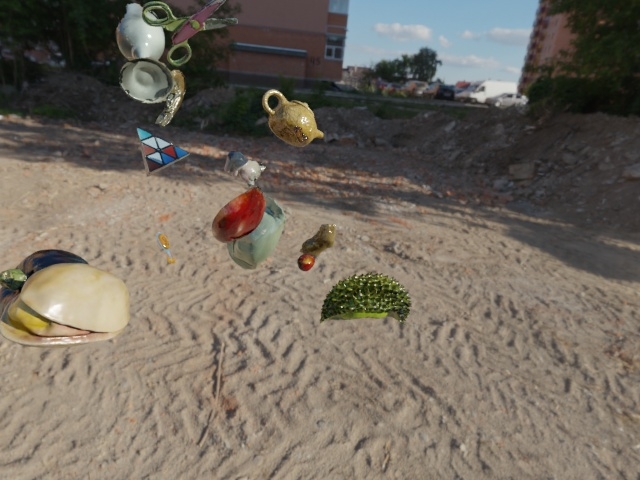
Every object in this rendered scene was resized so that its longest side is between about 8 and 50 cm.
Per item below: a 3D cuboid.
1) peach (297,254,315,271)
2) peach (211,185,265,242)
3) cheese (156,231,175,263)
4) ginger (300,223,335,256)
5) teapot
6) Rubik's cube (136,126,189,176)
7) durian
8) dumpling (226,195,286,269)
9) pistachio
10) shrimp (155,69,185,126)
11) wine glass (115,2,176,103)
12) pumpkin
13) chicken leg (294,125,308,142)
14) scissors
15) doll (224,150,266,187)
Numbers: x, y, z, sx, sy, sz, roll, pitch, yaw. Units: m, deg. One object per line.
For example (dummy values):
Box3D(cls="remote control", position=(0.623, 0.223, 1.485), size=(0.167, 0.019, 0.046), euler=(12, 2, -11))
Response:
Box3D(cls="peach", position=(-0.057, 0.094, 1.788), size=(0.050, 0.077, 0.083), euler=(-20, -5, 41))
Box3D(cls="peach", position=(-0.274, -0.074, 1.449), size=(0.189, 0.279, 0.068), euler=(-6, 54, -43))
Box3D(cls="cheese", position=(-0.491, 0.023, 1.293), size=(0.017, 0.111, 0.047), euler=(-26, -4, 17))
Box3D(cls="ginger", position=(-0.001, -0.001, 1.694), size=(0.095, 0.190, 0.068), euler=(43, 18, -29))
Box3D(cls="teapot", position=(-0.109, -0.513, 1.693), size=(0.311, 0.166, 0.204), euler=(36, -14, -32))
Box3D(cls="Rubik's cube", position=(-0.819, -0.427, 2.178), size=(0.235, 0.250, 0.284), euler=(-14, 64, -26))
Box3D(cls="durian", position=(0.169, 0.214, 1.438), size=(0.353, 0.169, 0.158), euler=(2, 49, -19))
Box3D(cls="dumpling", position=(-0.276, -0.024, 1.778), size=(0.270, 0.320, 0.212), euler=(32, -5, 43))
Box3D(cls="pistachio", position=(-0.645, 0.177, 1.064), size=(0.230, 0.229, 0.309), euler=(13, 1, 18))
Box3D(cls="shrimp", position=(-0.639, -0.609, 1.727), size=(0.058, 0.252, 0.173), euler=(19, -18, 3))
Box3D(cls="wine glass", position=(-0.503, -0.537, 1.155), size=(0.144, 0.143, 0.320), euler=(-5, 54, -26))
Box3D(cls="pumpkin", position=(-0.892, 0.154, 1.287), size=(0.297, 0.295, 0.295), euler=(5, 21, -2))
Box3D(cls="chicken leg", position=(-0.060, -0.310, 1.206), size=(0.021, 0.036, 0.083), euler=(10, -11, 24))
Box3D(cls="scissors", position=(-0.275, -0.467, 0.879), size=(0.188, 0.133, 0.019), euler=(-17, 43, 9))
Box3D(cls="doll", position=(-0.356, -0.348, 1.919), size=(0.192, 0.095, 0.149), euler=(34, 54, -22))
